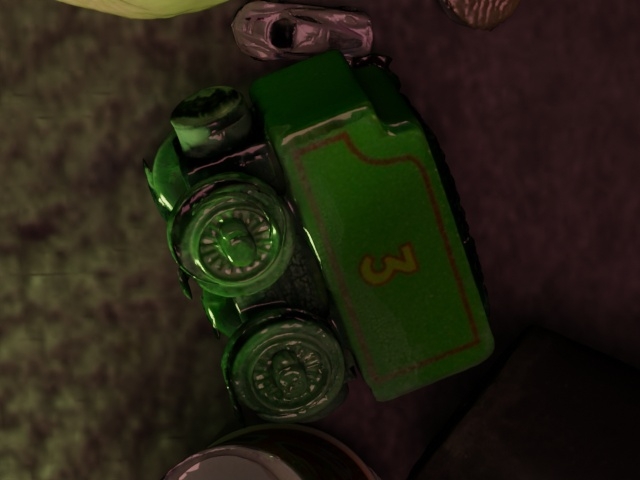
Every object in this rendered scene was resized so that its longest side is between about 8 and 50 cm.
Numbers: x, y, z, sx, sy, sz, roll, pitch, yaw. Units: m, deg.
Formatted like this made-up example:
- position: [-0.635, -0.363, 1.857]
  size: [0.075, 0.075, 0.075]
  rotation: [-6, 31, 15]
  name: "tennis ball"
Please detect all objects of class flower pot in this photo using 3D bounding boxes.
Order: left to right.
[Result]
- position: [0.154, 0.152, 1.237]
  size: [0.148, 0.235, 0.235]
  rotation: [39, 101, 4]
  name: "flower pot"

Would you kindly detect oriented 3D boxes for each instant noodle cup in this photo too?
- position: [-0.041, 0.193, 1.195]
  size: [0.168, 0.185, 0.168]
  rotation: [-1, 82, 7]
  name: "instant noodle cup"

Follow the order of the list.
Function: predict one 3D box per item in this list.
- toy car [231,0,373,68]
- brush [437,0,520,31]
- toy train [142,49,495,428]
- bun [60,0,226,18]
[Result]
- position: [-0.012, -0.134, 1.203]
  size: [0.093, 0.025, 0.041]
  rotation: [4, 107, -8]
  name: "toy car"
- position: [0.008, -0.197, 1.183]
  size: [0.266, 0.027, 0.062]
  rotation: [17, 104, -11]
  name: "brush"
- position: [0.000, 0.000, 1.191]
  size: [0.188, 0.132, 0.243]
  rotation: [-23, 118, -2]
  name: "toy train"
- position: [-0.117, -0.304, 1.039]
  size: [0.361, 0.213, 0.361]
  rotation: [-8, 110, -22]
  name: "bun"
